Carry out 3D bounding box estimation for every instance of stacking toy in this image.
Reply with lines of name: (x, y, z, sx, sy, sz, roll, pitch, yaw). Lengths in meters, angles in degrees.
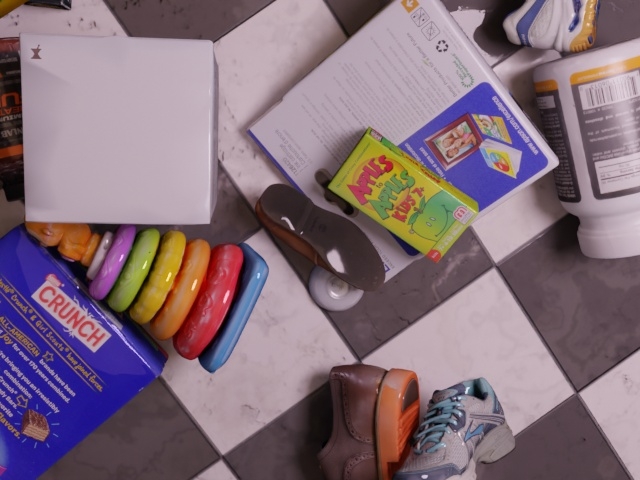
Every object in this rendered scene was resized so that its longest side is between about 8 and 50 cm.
stacking toy: (-0.233, 0.037, 0.949, 0.301, 0.175, 0.166, 26, 93, -18)

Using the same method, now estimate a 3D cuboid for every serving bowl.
serving bowl: (0.025, 0.065, 1.079, 0.083, 0.027, 0.083, -1, 98, -6)

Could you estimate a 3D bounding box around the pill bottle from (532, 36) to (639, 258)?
pill bottle: (0.402, -0.126, 1.031, 0.162, 0.162, 0.278, -17, 100, -5)

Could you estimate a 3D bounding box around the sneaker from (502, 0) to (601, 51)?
sneaker: (0.321, -0.403, 1.008, 0.131, 0.112, 0.297, 8, 79, 24)

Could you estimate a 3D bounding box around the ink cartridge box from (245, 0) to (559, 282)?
ink cartridge box: (0.110, -0.139, 1.023, 0.307, 0.072, 0.304, -36, 102, 24)

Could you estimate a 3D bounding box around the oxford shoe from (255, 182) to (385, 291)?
oxford shoe: (0.000, 0.000, 1.044, 0.212, 0.076, 0.076, 38, 65, -8)

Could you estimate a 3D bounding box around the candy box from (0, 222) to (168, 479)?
candy box: (-0.413, 0.171, 0.992, 0.317, 0.122, 0.268, -39, 100, 1)

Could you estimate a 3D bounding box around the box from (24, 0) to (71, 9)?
box: (-0.403, -0.417, 0.943, 0.175, 0.051, 0.220, 6, 97, -7)

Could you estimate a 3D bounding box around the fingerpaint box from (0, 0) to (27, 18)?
fingerpaint box: (-0.586, -0.407, 0.830, 0.371, 0.163, 0.445, -30, 96, 5)

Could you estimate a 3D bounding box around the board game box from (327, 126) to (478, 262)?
board game box: (0.111, -0.060, 0.996, 0.181, 0.043, 0.092, 34, 115, -5)

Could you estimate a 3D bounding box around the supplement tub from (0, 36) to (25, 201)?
supplement tub: (-0.395, -0.153, 0.955, 0.106, 0.106, 0.198, -15, 100, -5)

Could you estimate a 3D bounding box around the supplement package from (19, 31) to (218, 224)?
supplement package: (-0.226, -0.131, 0.899, 0.199, 0.263, 0.198, 1, 98, -7)

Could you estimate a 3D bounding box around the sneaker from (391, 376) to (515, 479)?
sneaker: (0.171, 0.270, 1.036, 0.110, 0.283, 0.122, -15, 88, 34)

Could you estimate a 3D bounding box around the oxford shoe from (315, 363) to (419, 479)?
oxford shoe: (0.066, 0.348, 1.098, 0.132, 0.130, 0.364, 9, 105, 23)
